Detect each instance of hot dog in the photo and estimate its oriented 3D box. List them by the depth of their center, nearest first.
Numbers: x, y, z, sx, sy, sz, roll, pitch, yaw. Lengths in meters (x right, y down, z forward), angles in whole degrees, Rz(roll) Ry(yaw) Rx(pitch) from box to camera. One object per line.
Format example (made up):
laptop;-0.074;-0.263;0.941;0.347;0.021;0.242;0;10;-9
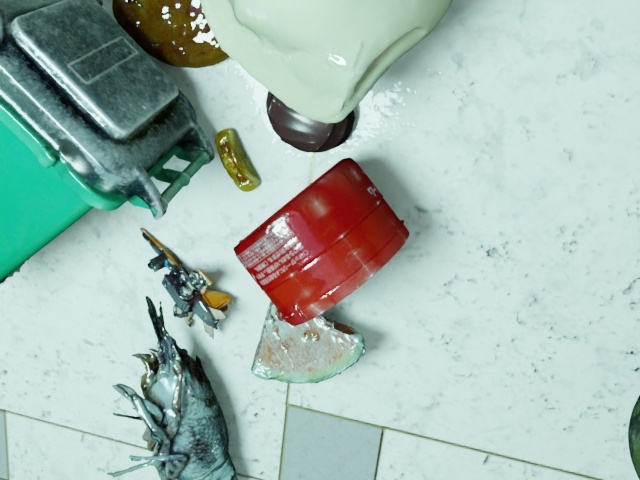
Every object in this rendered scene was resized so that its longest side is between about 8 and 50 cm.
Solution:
hot dog;-0.114;-0.105;0.898;0.030;0.034;0.090;-23;100;20

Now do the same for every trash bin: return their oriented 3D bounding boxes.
trash bin;-0.363;-0.096;0.858;0.381;0.259;0.295;-35;106;29

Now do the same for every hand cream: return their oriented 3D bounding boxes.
hand cream;0.000;0.000;0.819;0.193;0.193;0.125;-36;97;22

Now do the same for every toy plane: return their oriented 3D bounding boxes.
toy plane;-0.206;0.058;0.962;0.188;0.062;0.135;41;139;2

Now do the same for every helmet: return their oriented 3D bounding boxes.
helmet;-0.021;-0.157;0.836;0.123;0.070;0.098;25;113;5

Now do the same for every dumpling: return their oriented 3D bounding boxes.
dumpling;0.009;-0.343;0.691;0.315;0.233;0.395;30;98;7

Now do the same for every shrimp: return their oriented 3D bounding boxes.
shrimp;-0.223;0.263;0.975;0.137;0.172;0.372;-14;111;24

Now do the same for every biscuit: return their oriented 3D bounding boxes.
biscuit;-0.173;-0.320;0.842;0.212;0.036;0.212;5;110;14

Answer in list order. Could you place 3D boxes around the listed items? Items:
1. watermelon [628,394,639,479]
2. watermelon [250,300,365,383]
watermelon;0.464;0.238;0.763;0.212;0.212;0.212;5;109;14
watermelon;-0.021;0.121;0.933;0.187;0.071;0.139;-14;97;27
